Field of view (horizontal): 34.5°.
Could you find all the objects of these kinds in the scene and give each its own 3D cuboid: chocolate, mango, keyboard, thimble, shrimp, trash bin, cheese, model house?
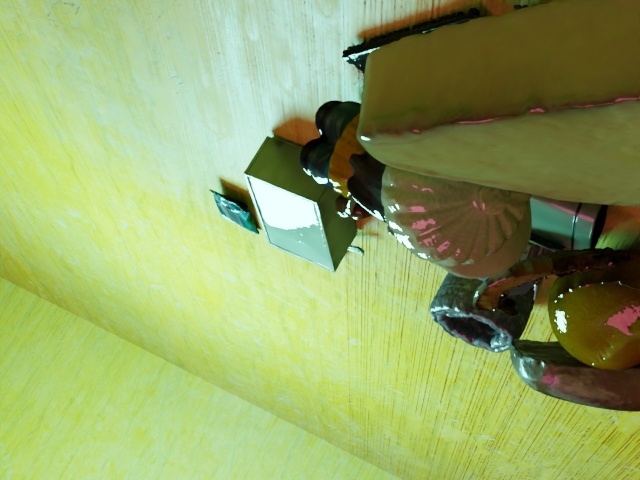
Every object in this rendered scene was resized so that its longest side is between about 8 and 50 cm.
[{"bbox_3d":[0.403,0.201,1.492,0.254,0.080,0.157,3,-171,-3],"label":"chocolate"},{"bbox_3d":[0.397,0.088,1.351,0.166,0.136,0.236,40,152,-17],"label":"mango"},{"bbox_3d":[0.117,-0.218,1.179,0.072,0.023,0.231,34,160,-30],"label":"keyboard"},{"bbox_3d":[0.253,0.102,1.611,0.150,0.097,0.150,25,159,10],"label":"thimble"},{"bbox_3d":[0.282,0.055,1.297,0.195,0.035,0.148,-10,152,-10],"label":"shrimp"},{"bbox_3d":[0.290,-0.044,1.294,0.130,0.059,0.116,22,159,21],"label":"trash bin"},{"bbox_3d":[0.265,-0.108,0.946,0.384,0.104,0.384,5,170,1],"label":"cheese"},{"bbox_3d":[0.249,0.024,1.384,0.167,0.088,0.117,23,-169,28],"label":"model house"}]

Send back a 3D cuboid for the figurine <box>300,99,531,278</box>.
[{"bbox_3d":[0.098,-0.083,1.226,0.332,0.185,0.204,25,-173,34],"label":"figurine"}]

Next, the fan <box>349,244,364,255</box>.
[{"bbox_3d":[0.000,0.000,1.797,0.227,0.008,0.152,12,153,51],"label":"fan"}]

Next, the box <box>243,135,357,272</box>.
[{"bbox_3d":[-0.027,-0.056,1.630,0.130,0.086,0.225,23,157,19],"label":"box"}]

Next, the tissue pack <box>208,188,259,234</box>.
[{"bbox_3d":[-0.155,-0.053,1.882,0.085,0.028,0.138,28,164,12],"label":"tissue pack"}]

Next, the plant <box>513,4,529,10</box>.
[{"bbox_3d":[0.223,-0.175,1.075,0.085,0.087,0.174,53,165,29],"label":"plant"}]
